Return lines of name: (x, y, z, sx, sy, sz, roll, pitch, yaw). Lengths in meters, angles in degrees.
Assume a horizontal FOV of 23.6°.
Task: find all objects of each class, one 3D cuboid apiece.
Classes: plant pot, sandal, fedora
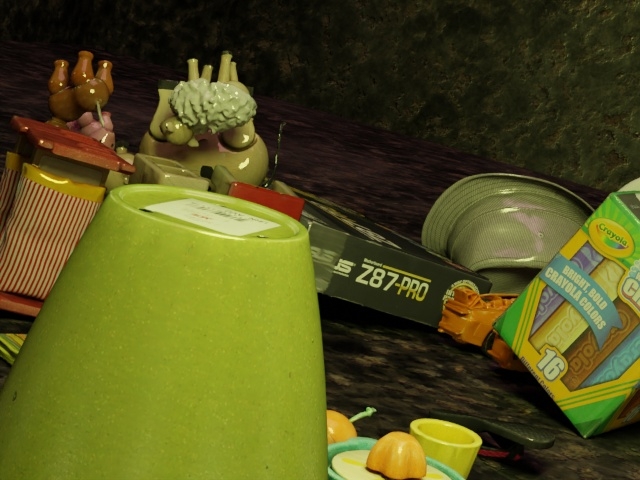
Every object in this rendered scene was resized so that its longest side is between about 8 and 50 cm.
plant pot: (-0.106, 0.119, 1.052, 0.274, 0.294, 0.275, 12, 11, -2)
sandal: (0.178, 0.206, 1.599, 0.067, 0.040, 0.179, 12, -4, -33)
fedora: (0.281, 0.037, 2.164, 0.275, 0.244, 0.124, 22, 37, -17)

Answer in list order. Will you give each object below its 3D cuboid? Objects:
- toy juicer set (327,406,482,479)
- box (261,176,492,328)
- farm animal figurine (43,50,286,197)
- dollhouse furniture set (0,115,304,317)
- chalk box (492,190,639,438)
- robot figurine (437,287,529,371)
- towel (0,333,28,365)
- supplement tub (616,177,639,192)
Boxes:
toy juicer set: (0.025, 0.199, 1.320, 0.209, 0.089, 0.329, 14, 12, 7)
box: (0.000, 0.000, 2.124, 0.318, 0.097, 0.395, 17, 8, -34)
farm animal figurine: (-0.209, -0.102, 1.992, 0.326, 0.172, 0.330, -1, -19, 14)
dollhouse furniture set: (-0.204, 0.002, 1.793, 0.374, 0.201, 0.152, 14, 9, -27)
chalk box: (0.377, 0.060, 1.756, 0.180, 0.289, 0.179, -4, 50, -52)
robot figurine: (0.312, 0.123, 2.005, 0.291, 0.085, 0.211, 4, 15, -35)
towel: (-0.232, 0.114, 1.627, 0.237, 0.021, 0.102, 3, 16, -41)
supplement tub: (0.525, 0.042, 2.055, 0.316, 0.194, 0.193, 21, 4, -39)
